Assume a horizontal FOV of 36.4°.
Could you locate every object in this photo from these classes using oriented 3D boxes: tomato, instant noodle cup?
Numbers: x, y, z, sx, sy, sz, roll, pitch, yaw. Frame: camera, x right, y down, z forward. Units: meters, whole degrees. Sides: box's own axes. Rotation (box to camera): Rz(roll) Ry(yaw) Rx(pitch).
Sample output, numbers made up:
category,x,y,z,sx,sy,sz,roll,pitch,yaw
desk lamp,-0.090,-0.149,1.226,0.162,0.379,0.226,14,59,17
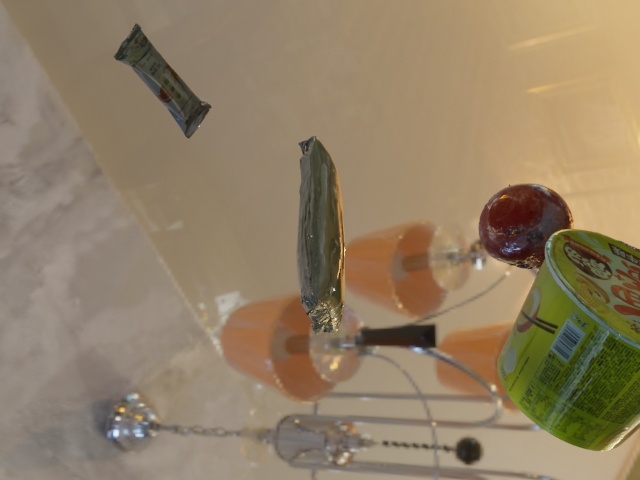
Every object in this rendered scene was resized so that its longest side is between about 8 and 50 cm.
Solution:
category,x,y,z,sx,sy,sz,roll,pitch,yaw
tomato,0.416,-0.032,1.914,0.189,0.099,0.173,13,-96,-5
instant noodle cup,0.422,0.157,1.475,0.311,0.311,0.221,-8,-45,-45

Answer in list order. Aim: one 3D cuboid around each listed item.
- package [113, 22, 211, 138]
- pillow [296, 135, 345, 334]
category,x,y,z,sx,sy,sz,roll,pitch,yaw
package,-0.131,-0.132,0.814,0.037,0.015,0.110,-58,-44,-17
pillow,0.000,0.000,1.054,0.119,0.053,0.208,82,-173,-65
